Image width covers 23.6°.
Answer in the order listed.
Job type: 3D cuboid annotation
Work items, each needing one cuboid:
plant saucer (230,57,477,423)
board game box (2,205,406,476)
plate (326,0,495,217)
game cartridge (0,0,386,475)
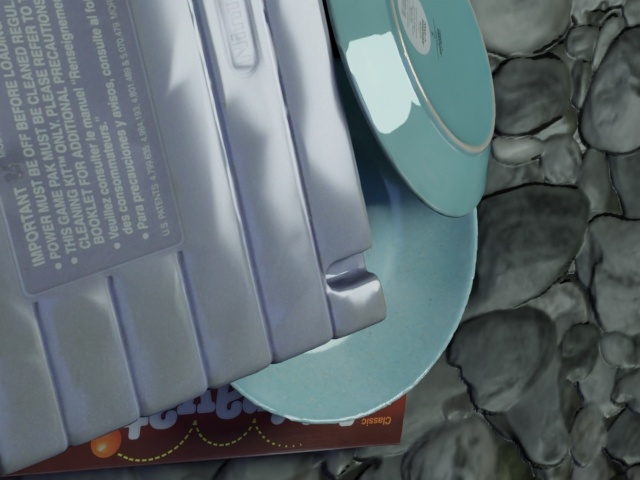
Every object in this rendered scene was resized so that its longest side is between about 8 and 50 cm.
[{"bbox_3d":[0.000,0.000,0.827,0.195,0.037,0.195,-3,95,-34],"label":"plant saucer"},{"bbox_3d":[-0.066,0.049,0.834,0.281,0.027,0.145,0,102,-34],"label":"board game box"},{"bbox_3d":[0.057,-0.105,0.816,0.188,0.024,0.188,41,41,-49],"label":"plate"},{"bbox_3d":[-0.104,-0.097,0.692,0.230,0.068,0.355,-18,104,-28],"label":"game cartridge"}]
